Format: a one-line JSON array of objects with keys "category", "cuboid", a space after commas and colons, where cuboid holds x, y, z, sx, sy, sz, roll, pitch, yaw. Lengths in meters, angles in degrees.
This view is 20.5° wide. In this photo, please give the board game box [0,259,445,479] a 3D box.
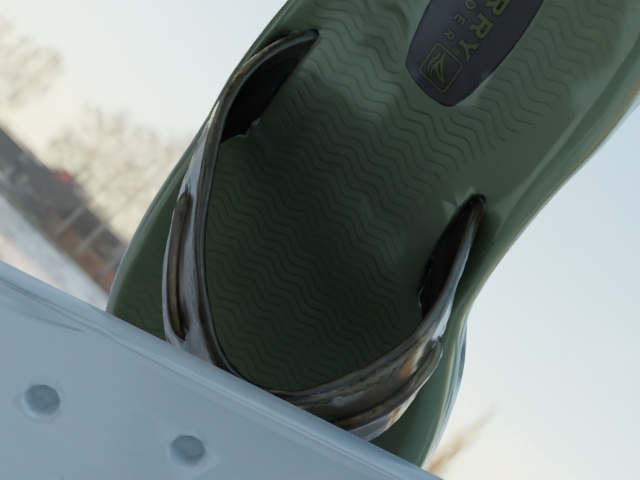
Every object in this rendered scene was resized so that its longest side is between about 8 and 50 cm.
[{"category": "board game box", "cuboid": [-0.077, 0.204, 0.574, 0.390, 0.390, 0.050, 27, 23, -6]}]

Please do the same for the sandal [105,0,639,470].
[{"category": "sandal", "cuboid": [-0.001, -0.002, 0.511, 0.120, 0.303, 0.086, 35, 35, 11]}]
